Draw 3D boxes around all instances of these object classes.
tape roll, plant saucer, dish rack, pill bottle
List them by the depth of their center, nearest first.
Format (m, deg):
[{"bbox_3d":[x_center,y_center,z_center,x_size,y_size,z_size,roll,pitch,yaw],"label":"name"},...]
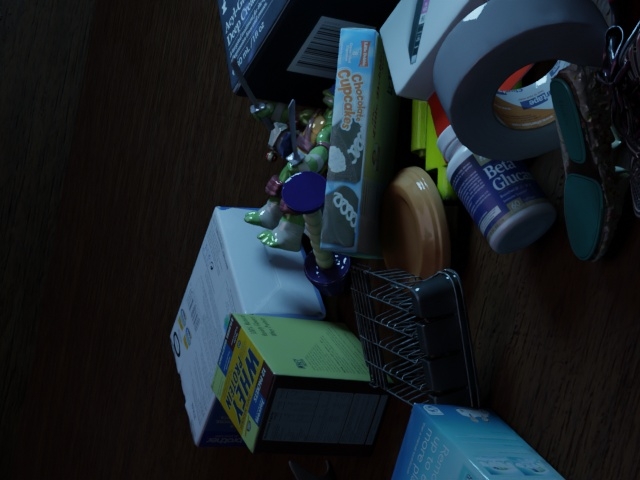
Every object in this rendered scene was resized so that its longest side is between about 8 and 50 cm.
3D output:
[{"bbox_3d":[0.248,-0.196,1.673,0.219,0.219,0.072,-60,35,39],"label":"tape roll"},{"bbox_3d":[0.219,-0.075,1.792,0.169,0.094,0.094,59,138,25],"label":"pill bottle"},{"bbox_3d":[0.122,0.133,1.956,0.271,0.074,0.208,-161,60,-68],"label":"dish rack"},{"bbox_3d":[0.129,-0.006,2.014,0.200,0.037,0.200,173,90,-71],"label":"plant saucer"}]

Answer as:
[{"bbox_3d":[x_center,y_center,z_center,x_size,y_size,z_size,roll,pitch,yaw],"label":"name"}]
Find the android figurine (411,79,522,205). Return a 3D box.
[{"bbox_3d":[0.204,-0.189,1.944,0.248,0.056,0.273,-9,77,63],"label":"android figurine"}]

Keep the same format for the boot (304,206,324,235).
[{"bbox_3d":[-0.002,-0.052,2.320,0.190,0.069,0.086,36,109,51],"label":"boot"}]

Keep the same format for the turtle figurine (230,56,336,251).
[{"bbox_3d":[-0.068,-0.134,2.191,0.197,0.274,0.266,30,110,30],"label":"turtle figurine"}]

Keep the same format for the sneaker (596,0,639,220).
[{"bbox_3d":[0.362,-0.161,1.559,0.121,0.112,0.299,-20,67,61],"label":"sneaker"}]

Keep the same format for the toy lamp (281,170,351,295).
[{"bbox_3d":[0.000,0.000,2.152,0.275,0.080,0.080,73,-175,-59],"label":"toy lamp"}]

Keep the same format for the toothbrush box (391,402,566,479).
[{"bbox_3d":[0.202,0.365,1.739,0.295,0.126,0.216,44,123,56],"label":"toothbrush box"}]

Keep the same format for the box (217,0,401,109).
[{"bbox_3d":[-0.021,-0.461,2.281,0.293,0.211,0.396,-53,39,47],"label":"box"}]

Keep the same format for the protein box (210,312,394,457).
[{"bbox_3d":[-0.032,0.222,2.150,0.200,0.201,0.136,48,126,56],"label":"protein box"}]

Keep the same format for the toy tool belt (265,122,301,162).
[{"bbox_3d":[-0.064,-0.168,2.476,0.051,0.052,0.083,24,119,16],"label":"toy tool belt"}]

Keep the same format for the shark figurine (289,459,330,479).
[{"bbox_3d":[-0.067,0.469,2.269,0.278,0.116,0.166,-49,43,51],"label":"shark figurine"}]

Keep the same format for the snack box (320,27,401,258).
[{"bbox_3d":[0.065,-0.138,2.083,0.187,0.060,0.322,15,-100,-74],"label":"snack box"}]

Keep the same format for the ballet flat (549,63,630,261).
[{"bbox_3d":[0.325,-0.093,1.638,0.091,0.077,0.241,31,135,60],"label":"ballet flat"}]

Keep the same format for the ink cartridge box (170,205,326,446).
[{"bbox_3d":[-0.143,0.173,2.424,0.270,0.151,0.395,-109,33,-43],"label":"ink cartridge box"}]

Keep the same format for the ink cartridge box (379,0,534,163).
[{"bbox_3d":[0.188,-0.278,1.869,0.275,0.060,0.239,-51,39,43],"label":"ink cartridge box"}]
